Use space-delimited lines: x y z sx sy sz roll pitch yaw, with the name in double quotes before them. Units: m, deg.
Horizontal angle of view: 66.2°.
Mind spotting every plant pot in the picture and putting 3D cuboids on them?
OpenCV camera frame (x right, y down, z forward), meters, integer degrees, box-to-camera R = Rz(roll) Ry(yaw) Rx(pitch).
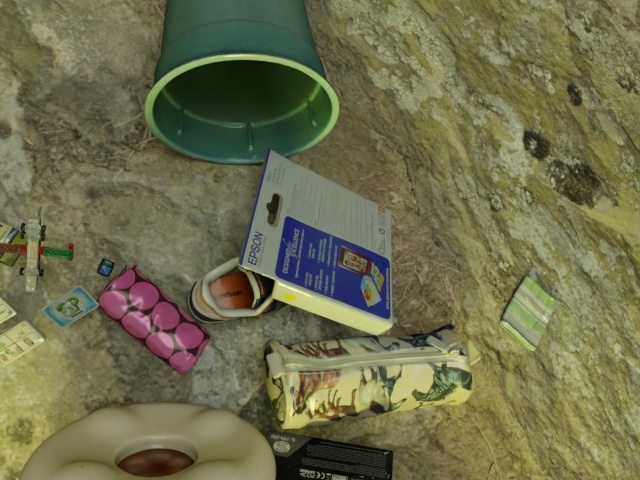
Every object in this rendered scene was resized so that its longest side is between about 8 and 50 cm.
"plant pot" -0.153 -0.370 0.935 0.341 0.341 0.334 0 69 -19

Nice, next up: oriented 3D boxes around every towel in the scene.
"towel" 0.507 0.174 1.188 0.113 0.023 0.152 41 68 -8

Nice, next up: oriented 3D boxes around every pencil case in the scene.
"pencil case" 0.088 0.253 0.938 0.411 0.183 0.160 -1 42 -19
"pencil case" -0.294 0.140 0.883 0.209 0.095 0.098 45 45 -7

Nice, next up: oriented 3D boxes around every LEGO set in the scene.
"LEGO set" -0.470 0.068 0.803 0.244 0.060 0.182 -32 118 -1

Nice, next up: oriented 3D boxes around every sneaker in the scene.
"sneaker" -0.091 0.077 0.948 0.321 0.127 0.126 -21 84 -24

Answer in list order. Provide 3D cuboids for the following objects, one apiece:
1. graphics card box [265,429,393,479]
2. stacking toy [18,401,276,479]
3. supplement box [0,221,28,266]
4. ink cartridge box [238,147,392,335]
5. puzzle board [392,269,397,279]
"graphics card box" -0.012 0.519 0.793 0.233 0.094 0.370 8 58 1
"stacking toy" -0.262 0.521 0.735 0.351 0.350 0.479 5 94 -18
"supplement box" -0.553 -0.003 0.824 0.083 0.083 0.056 27 70 -12
"ink cartridge box" 0.000 0.000 0.951 0.307 0.072 0.303 23 47 -17
"puzzle board" 0.098 0.092 1.070 0.096 0.011 0.128 38 68 -6
